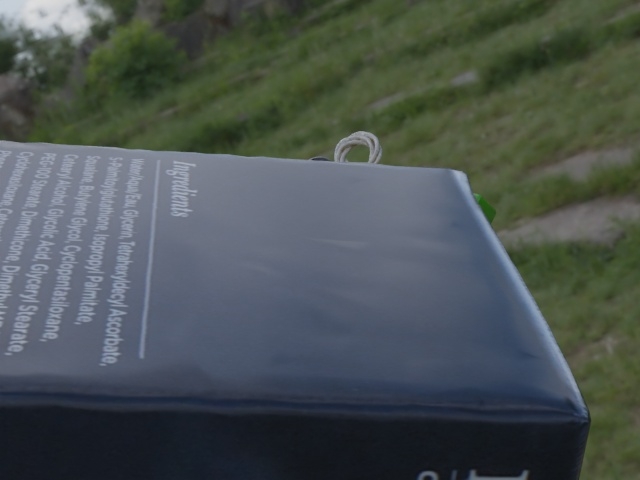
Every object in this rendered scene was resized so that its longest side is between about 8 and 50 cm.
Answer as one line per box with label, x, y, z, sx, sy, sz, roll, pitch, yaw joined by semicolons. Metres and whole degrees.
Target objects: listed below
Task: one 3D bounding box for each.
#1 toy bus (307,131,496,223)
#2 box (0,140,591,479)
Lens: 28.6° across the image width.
toy bus;0.004;0.009;0.869;0.191;0.104;0.202;-53;48;-1
box;-0.139;0.130;0.469;0.396;0.293;0.212;2;23;-7
